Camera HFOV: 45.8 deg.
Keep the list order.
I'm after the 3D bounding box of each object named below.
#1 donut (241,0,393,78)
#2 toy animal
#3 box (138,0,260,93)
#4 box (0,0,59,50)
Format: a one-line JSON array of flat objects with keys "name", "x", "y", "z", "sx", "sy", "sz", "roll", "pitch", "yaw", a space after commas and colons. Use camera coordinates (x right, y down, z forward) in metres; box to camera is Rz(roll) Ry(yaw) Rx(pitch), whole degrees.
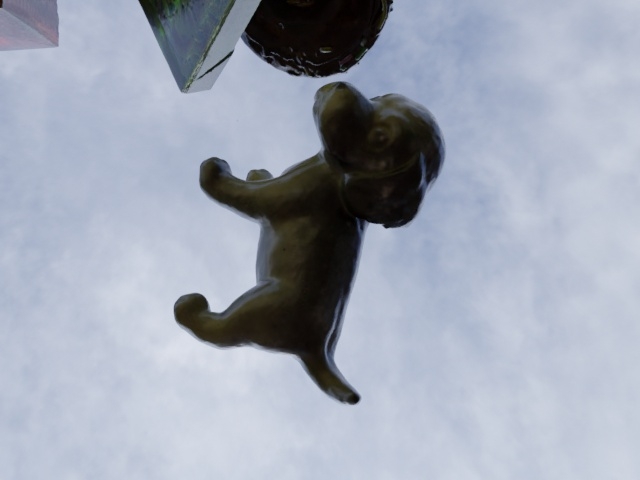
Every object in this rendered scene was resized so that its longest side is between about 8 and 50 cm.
[{"name": "donut", "x": -0.010, "y": -0.319, "z": 0.928, "sx": 0.235, "sy": 0.089, "sz": 0.235, "roll": 12, "pitch": -61, "yaw": 23}, {"name": "toy animal", "x": -0.009, "y": -0.012, "z": 0.564, "sx": 0.169, "sy": 0.121, "sz": 0.233, "roll": 14, "pitch": -99, "yaw": 27}, {"name": "box", "x": -0.107, "y": -0.293, "z": 0.718, "sx": 0.043, "sy": 0.311, "sz": 0.172, "roll": -20, "pitch": -102, "yaw": -32}, {"name": "box", "x": -0.504, "y": -0.285, "z": 0.917, "sx": 0.314, "sy": 0.197, "sz": 0.089, "roll": -4, "pitch": -89, "yaw": -1}]
